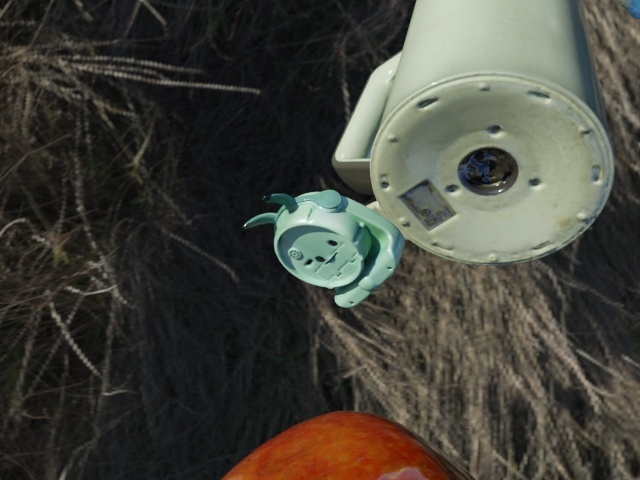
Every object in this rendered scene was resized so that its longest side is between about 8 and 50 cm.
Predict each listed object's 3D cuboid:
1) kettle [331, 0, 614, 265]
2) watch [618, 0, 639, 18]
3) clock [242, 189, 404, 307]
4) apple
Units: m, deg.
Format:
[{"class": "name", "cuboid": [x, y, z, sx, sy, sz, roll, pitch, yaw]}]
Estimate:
[{"class": "kettle", "cuboid": [0.168, -0.162, 1.163, 0.250, 0.361, 0.376, 43, 36, -23]}, {"class": "watch", "cuboid": [0.517, -0.373, 1.298, 0.275, 0.305, 0.241, 23, 90, -23]}, {"class": "clock", "cuboid": [0.000, 0.000, 0.864, 0.135, 0.101, 0.041, 30, 48, -10]}, {"class": "apple", "cuboid": [0.009, 0.327, 0.890, 0.295, 0.365, 0.328, -4, 74, -23]}]
